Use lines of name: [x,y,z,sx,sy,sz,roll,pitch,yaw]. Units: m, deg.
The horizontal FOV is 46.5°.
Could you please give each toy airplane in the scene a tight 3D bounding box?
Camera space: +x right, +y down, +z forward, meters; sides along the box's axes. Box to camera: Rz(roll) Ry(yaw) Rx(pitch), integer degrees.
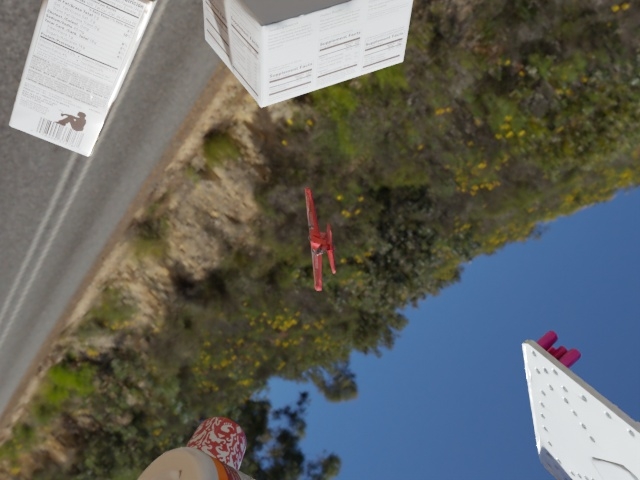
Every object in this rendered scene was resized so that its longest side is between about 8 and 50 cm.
toy airplane: [0.000,0.000,1.027,0.028,0.151,0.151,-7,-175,-5]

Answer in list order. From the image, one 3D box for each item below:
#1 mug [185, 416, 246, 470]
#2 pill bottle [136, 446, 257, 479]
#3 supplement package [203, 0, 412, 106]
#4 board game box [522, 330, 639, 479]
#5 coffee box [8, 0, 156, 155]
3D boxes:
mug: [-0.203,0.376,1.222,0.150,0.113,0.169,-10,-161,14]
pill bottle: [-0.066,0.284,0.673,0.121,0.221,0.121,-31,-143,27]
supplement package: [-0.024,-0.355,1.153,0.261,0.204,0.145,-22,144,-23]
board game box: [0.469,0.356,1.095,0.050,0.390,0.390,-35,-135,-13]
coffee box: [-0.291,-0.273,0.949,0.297,0.118,0.168,-48,-152,46]
